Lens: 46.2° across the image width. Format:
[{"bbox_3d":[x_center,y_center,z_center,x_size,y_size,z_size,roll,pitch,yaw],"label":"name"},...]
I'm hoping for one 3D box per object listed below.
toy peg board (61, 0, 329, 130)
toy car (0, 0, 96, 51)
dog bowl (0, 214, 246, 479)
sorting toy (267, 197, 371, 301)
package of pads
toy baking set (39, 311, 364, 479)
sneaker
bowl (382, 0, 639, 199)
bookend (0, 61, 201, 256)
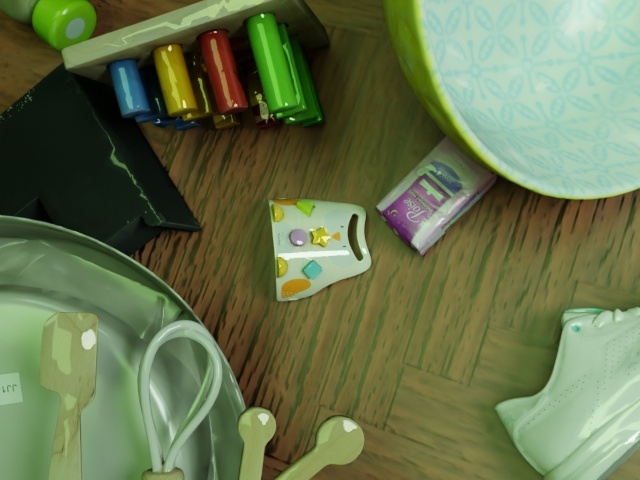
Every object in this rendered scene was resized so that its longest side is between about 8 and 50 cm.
[{"bbox_3d":[-0.075,-0.114,0.562,0.161,0.161,0.079,-15,90,10],"label":"toy peg board"},{"bbox_3d":[-0.219,-0.290,0.667,0.155,0.149,0.188,40,61,15],"label":"toy car"},{"bbox_3d":[-0.209,0.157,0.517,0.349,0.102,0.348,0,89,-1],"label":"dog bowl"},{"bbox_3d":[0.000,0.000,0.580,0.075,0.045,0.083,-5,77,-7],"label":"sorting toy"},{"bbox_3d":[0.086,-0.035,0.564,0.083,0.032,0.050,-45,69,2],"label":"package of pads"},{"bbox_3d":[-0.082,0.162,0.455,0.256,0.030,0.196,32,84,-6],"label":"toy baking set"},{"bbox_3d":[0.208,0.069,0.495,0.212,0.080,0.094,-44,60,3],"label":"sneaker"},{"bbox_3d":[0.151,-0.182,0.498,0.289,0.289,0.156,-53,29,-1],"label":"bowl"},{"bbox_3d":[-0.210,-0.032,0.617,0.156,0.072,0.157,-36,78,11],"label":"bookend"}]
